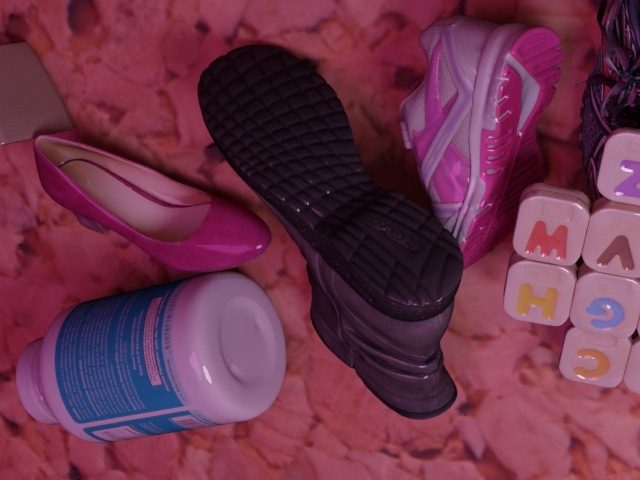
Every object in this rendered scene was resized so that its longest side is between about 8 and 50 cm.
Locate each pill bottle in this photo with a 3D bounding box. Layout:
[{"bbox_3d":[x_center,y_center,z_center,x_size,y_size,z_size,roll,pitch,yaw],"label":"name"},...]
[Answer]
[{"bbox_3d":[-0.176,0.121,1.597,0.264,0.146,0.146,-12,107,33],"label":"pill bottle"}]

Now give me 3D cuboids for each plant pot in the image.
[{"bbox_3d":[-0.325,-0.139,1.582,0.109,0.109,0.096,-9,97,33],"label":"plant pot"}]

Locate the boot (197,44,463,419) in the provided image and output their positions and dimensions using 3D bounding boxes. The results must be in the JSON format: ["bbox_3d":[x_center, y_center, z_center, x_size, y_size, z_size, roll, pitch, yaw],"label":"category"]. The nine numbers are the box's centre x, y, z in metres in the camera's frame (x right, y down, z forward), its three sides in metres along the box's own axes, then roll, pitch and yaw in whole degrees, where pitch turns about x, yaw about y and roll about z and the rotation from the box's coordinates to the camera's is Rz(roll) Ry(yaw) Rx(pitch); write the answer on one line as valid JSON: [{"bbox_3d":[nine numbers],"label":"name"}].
[{"bbox_3d":[0.000,0.000,1.448,0.338,0.118,0.222,55,162,29],"label":"boot"}]

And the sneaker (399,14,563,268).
[{"bbox_3d":[0.124,-0.087,1.361,0.111,0.103,0.252,34,132,31],"label":"sneaker"}]

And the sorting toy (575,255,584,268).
[{"bbox_3d":[0.253,0.018,1.370,0.102,0.061,0.042,10,76,17],"label":"sorting toy"}]

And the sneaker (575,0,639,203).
[{"bbox_3d":[0.253,-0.135,1.248,0.121,0.112,0.299,16,122,21],"label":"sneaker"}]

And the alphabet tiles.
[{"bbox_3d":[0.293,0.034,1.306,0.284,0.021,0.278,11,133,6],"label":"alphabet tiles"}]

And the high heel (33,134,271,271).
[{"bbox_3d":[-0.162,-0.043,1.531,0.244,0.082,0.117,18,154,33],"label":"high heel"}]
